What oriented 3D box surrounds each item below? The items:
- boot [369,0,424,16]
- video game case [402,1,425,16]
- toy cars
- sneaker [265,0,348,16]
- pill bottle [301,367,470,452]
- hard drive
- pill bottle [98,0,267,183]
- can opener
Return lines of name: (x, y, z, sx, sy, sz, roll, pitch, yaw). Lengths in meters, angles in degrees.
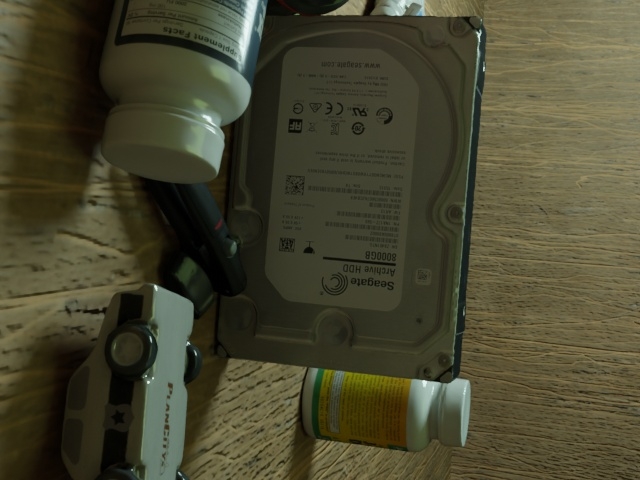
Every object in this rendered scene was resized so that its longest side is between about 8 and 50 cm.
boot: (0.123, -0.283, 1.470, 0.123, 0.095, 0.258, -62, 147, -37)
video game case: (0.107, -0.214, 1.375, 0.193, 0.023, 0.212, -54, 155, -14)
toy cars: (-0.130, 0.219, 0.690, 0.176, 0.087, 0.394, -67, 153, -61)
sneaker: (-0.061, -0.307, 0.755, 0.135, 0.097, 0.276, -3, -72, 64)
pill bottle: (0.089, 0.216, 1.226, 0.117, 0.208, 0.118, 4, 90, -75)
hard drive: (0.028, -0.044, 0.891, 0.064, 0.236, 0.339, 5, 90, -74)
pill bottle: (-0.097, -0.137, 0.652, 0.108, 0.107, 0.180, 49, 48, -69)
can opener: (-0.102, -0.013, 0.759, 0.186, 0.059, 0.073, 79, 22, -45)
